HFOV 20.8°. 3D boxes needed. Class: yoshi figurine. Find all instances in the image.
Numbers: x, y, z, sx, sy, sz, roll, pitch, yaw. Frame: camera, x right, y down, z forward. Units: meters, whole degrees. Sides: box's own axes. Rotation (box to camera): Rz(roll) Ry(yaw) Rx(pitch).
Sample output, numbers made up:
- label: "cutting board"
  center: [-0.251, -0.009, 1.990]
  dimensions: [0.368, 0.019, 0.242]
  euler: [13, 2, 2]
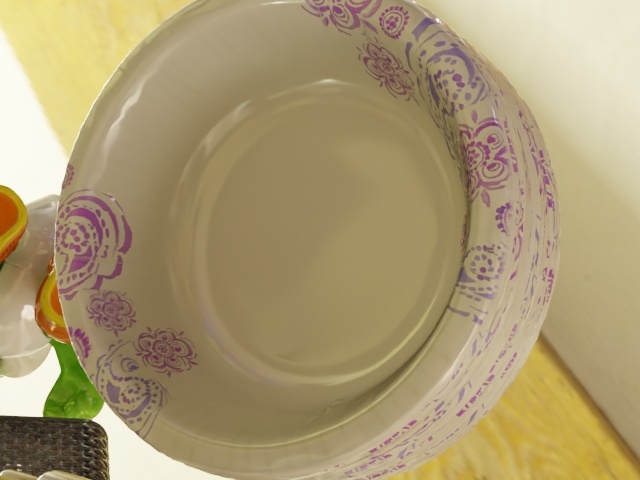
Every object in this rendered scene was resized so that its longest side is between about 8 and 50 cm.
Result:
- label: "yoshi figurine"
  center: [-0.303, 0.093, 1.563]
  dimensions: [0.203, 0.362, 0.204]
  euler: [-17, -102, -24]

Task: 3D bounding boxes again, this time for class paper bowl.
- label: "paper bowl"
  center: [0.000, 0.000, 1.006]
  dimensions: [0.284, 0.148, 0.284]
  euler: [-5, -103, 25]

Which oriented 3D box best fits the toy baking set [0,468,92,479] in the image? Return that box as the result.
- label: "toy baking set"
  center: [-0.050, 0.155, 0.962]
  dimensions: [0.256, 0.196, 0.030]
  euler: [8, -92, 47]

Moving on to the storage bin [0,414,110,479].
- label: "storage bin"
  center: [-0.253, 0.204, 1.326]
  dimensions: [0.180, 0.122, 0.084]
  euler: [4, -147, -11]
